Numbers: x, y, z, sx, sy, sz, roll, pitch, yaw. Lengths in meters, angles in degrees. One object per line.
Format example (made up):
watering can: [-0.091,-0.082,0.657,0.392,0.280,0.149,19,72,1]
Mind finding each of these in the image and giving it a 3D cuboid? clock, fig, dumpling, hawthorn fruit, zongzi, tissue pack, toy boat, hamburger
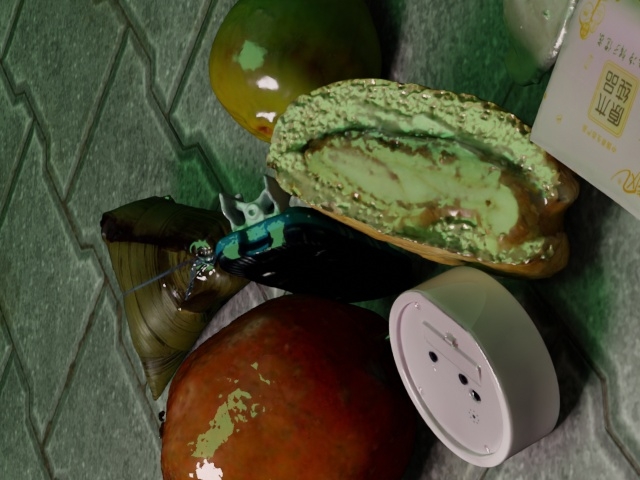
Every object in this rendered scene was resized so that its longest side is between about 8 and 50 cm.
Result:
clock: [0.153,0.127,1.785,0.197,0.068,0.196,44,149,36]
fig: [-0.018,-0.226,2.144,0.230,0.207,0.207,-49,30,-8]
dumpling: [0.237,-0.225,1.777,0.176,0.092,0.150,23,103,59]
hawthorn fruit: [-0.004,0.189,1.967,0.369,0.285,0.284,-43,44,19]
zongzi: [-0.178,0.100,2.426,0.286,0.138,0.300,13,109,53]
tissue pack: [0.313,-0.126,1.589,0.225,0.124,0.185,46,125,55]
toy boat: [0.000,0.000,1.957,0.134,0.299,0.092,-19,71,24]
hamburger: [0.127,-0.061,1.840,0.330,0.209,0.162,14,87,25]
